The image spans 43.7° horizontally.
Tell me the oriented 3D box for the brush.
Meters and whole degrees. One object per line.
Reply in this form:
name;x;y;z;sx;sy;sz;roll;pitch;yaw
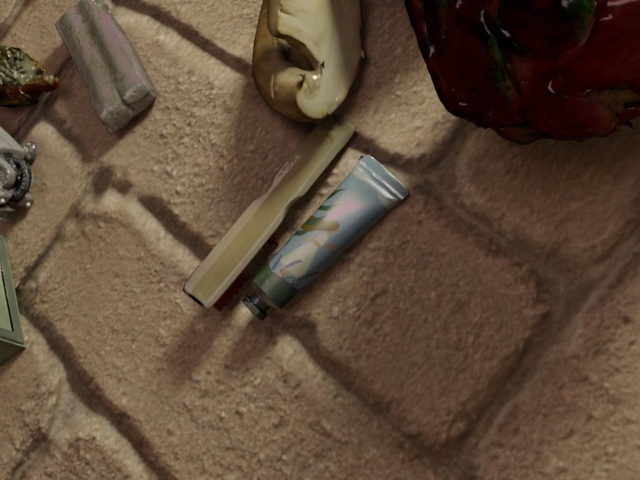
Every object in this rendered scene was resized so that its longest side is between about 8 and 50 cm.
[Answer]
brush;-0.062;-0.037;1.091;0.060;0.050;0.321;32;80;37

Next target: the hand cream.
hand cream;0.000;0.000;1.040;0.256;0.055;0.088;-44;60;-2

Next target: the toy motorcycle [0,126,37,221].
toy motorcycle;-0.591;-0.125;1.387;0.260;0.110;0.171;42;109;27

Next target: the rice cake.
rice cake;-0.370;-0.311;1.364;0.106;0.050;0.298;-38;56;10

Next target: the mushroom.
mushroom;-0.038;-0.285;1.125;0.151;0.156;0.286;-12;65;46

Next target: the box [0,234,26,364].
box;-0.557;0.078;1.260;0.086;0.129;0.225;-33;58;14

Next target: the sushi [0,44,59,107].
sushi;-0.556;-0.299;1.436;0.226;0.103;0.097;7;57;29

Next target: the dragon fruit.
dragon fruit;0.250;-0.250;0.845;0.329;0.329;0.329;-11;65;25
